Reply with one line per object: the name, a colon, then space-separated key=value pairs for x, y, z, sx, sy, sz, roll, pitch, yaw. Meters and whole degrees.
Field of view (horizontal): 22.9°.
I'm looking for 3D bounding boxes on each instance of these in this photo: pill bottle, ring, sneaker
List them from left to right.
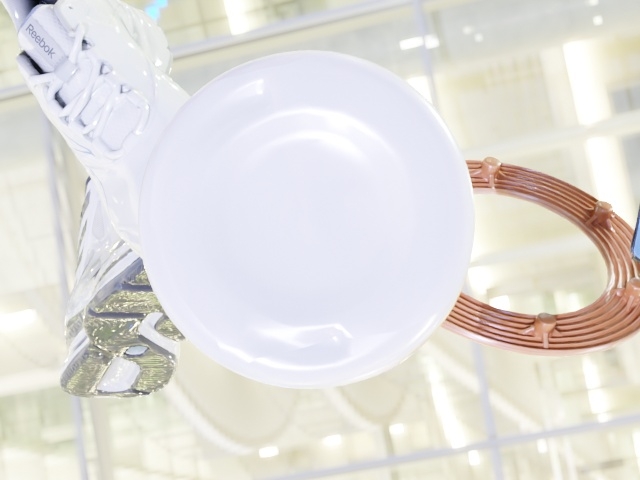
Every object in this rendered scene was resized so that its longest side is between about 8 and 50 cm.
sneaker: x=-0.145 y=-0.089 z=1.058 sx=0.129 sy=0.111 sz=0.297 roll=37 pitch=-170 yaw=-45
sneaker: x=-0.188 y=-0.015 z=1.691 sx=0.447 sy=0.169 sz=0.257 roll=137 pitch=133 yaw=-55
pill bottle: x=0.000 y=0.000 z=0.817 sx=0.272 sy=0.152 sz=0.152 roll=63 pitch=-164 yaw=-84
ring: x=0.212 y=0.005 z=1.731 sx=0.336 sy=0.337 sz=0.032 roll=-84 pitch=7 yaw=-54

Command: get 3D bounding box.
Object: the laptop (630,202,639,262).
laptop: x=0.559 y=-0.127 z=1.663 sx=0.382 sy=0.408 sz=0.236 roll=20 pitch=-133 yaw=-44
